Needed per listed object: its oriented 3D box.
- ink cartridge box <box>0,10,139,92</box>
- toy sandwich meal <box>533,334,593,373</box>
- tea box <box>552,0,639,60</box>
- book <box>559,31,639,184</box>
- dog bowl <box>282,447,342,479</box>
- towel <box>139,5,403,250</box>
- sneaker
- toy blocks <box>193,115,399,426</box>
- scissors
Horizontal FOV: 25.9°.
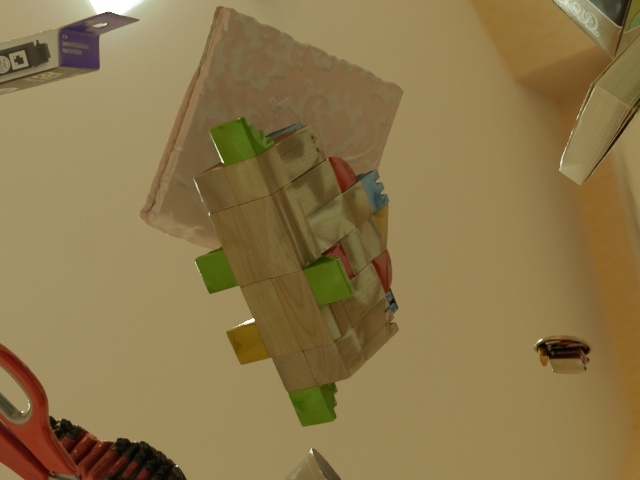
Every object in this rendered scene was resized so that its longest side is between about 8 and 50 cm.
[{"bbox_3d":[-0.284,-0.175,1.361,0.206,0.208,0.045,-80,-26,-83],"label":"ink cartridge box"},{"bbox_3d":[0.318,0.150,1.821,0.085,0.085,0.029,31,-125,-46],"label":"toy sandwich meal"},{"bbox_3d":[0.244,-0.391,1.131,0.220,0.323,0.329,-27,-120,-21],"label":"tea box"},{"bbox_3d":[0.220,-0.112,0.950,0.035,0.096,0.144,36,-120,11],"label":"book"},{"bbox_3d":[0.042,0.518,2.307,0.349,0.102,0.349,57,-179,-1],"label":"dog bowl"},{"bbox_3d":[-0.061,-0.121,1.918,0.332,0.053,0.317,21,-94,-36],"label":"towel"},{"bbox_3d":[-0.273,0.320,1.799,0.097,0.276,0.135,-47,-43,-41],"label":"sneaker"},{"bbox_3d":[0.000,0.000,1.747,0.261,0.191,0.381,-38,-72,-55],"label":"toy blocks"},{"bbox_3d":[-0.188,0.182,1.055,0.297,0.109,0.021,38,-158,2],"label":"scissors"}]
